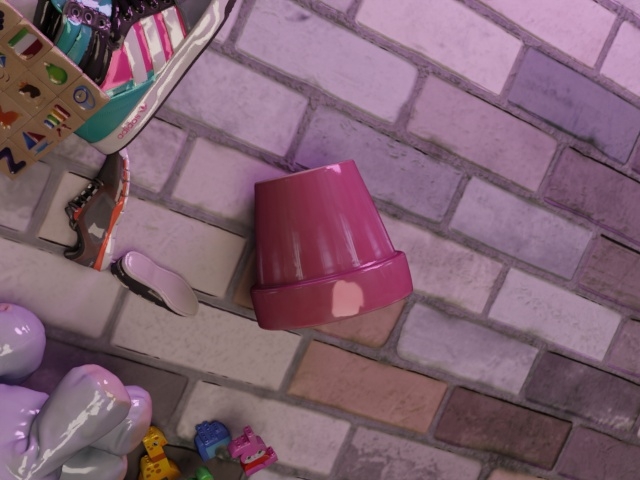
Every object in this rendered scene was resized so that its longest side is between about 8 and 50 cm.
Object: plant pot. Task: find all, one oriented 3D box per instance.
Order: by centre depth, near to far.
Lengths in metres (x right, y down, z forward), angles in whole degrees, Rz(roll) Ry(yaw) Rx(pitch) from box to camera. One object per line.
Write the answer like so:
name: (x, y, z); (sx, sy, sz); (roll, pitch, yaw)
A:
plant pot: (0.000, 0.000, 1.159); (0.201, 0.201, 0.180); (-15, 95, -20)

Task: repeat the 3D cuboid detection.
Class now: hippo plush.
hippo plush: (-0.364, 0.209, 1.044); (0.294, 0.236, 0.234); (-39, 155, -27)

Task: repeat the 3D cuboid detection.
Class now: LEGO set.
LEGO set: (-0.182, 0.282, 1.203); (0.227, 0.087, 0.093); (-26, 129, -16)

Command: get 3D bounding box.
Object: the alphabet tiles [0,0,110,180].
alphabet tiles: (-0.374, -0.149, 0.975); (0.237, 0.009, 0.198); (-34, 120, 21)

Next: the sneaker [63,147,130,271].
sneaker: (-0.266, -0.041, 1.093); (0.065, 0.061, 0.157); (12, 99, -20)

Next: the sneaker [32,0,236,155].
sneaker: (-0.221, -0.259, 1.019); (0.178, 0.124, 0.295); (35, 90, -38)

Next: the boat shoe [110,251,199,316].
boat shoe: (-0.207, 0.060, 1.159); (0.125, 0.038, 0.046); (37, 46, -33)
